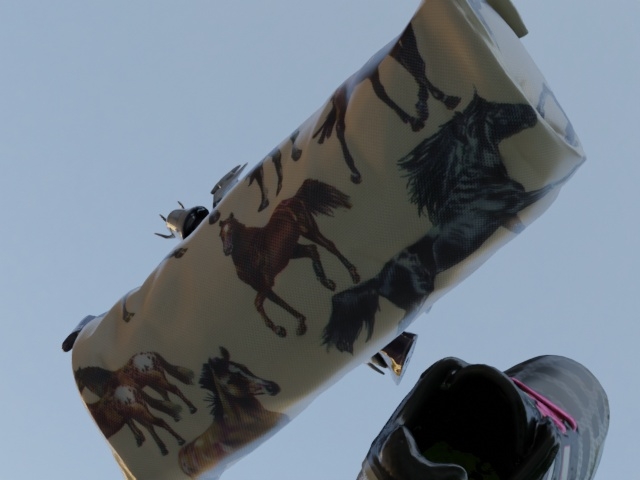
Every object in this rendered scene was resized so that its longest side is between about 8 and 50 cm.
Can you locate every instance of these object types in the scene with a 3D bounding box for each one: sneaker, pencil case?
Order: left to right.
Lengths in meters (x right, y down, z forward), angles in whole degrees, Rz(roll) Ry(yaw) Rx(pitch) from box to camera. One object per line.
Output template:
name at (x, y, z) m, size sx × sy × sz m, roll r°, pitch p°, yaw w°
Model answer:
pencil case at (0.000, 0.000, 0.734) m, size 0.410 × 0.183 × 0.160 m, roll -43°, pitch -58°, yaw 18°
sneaker at (0.069, 0.076, 0.398) m, size 0.063 × 0.170 × 0.074 m, roll 36°, pitch -54°, yaw 28°

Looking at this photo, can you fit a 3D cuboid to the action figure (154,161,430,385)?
action figure at (-0.034, 0.033, 1.009) m, size 0.285 × 0.099 × 0.185 m, roll 23°, pitch -106°, yaw 11°
